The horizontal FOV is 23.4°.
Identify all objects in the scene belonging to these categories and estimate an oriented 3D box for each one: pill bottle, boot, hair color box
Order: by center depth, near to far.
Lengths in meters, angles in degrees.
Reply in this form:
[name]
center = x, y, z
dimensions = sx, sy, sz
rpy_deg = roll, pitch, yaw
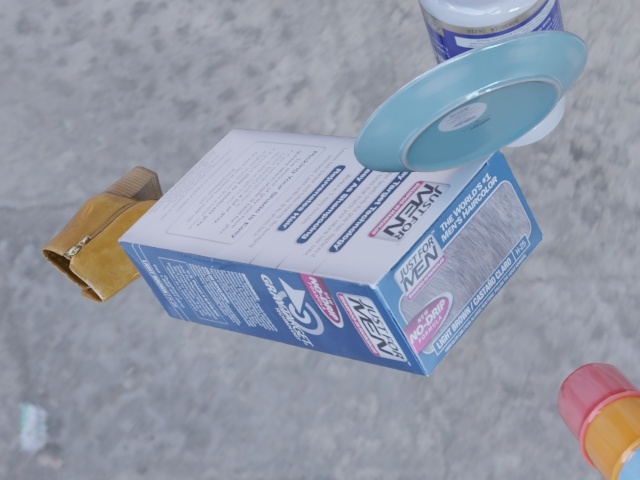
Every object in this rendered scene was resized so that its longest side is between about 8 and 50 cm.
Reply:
[hair color box]
center = 0.000, 0.000, 1.338
dimensions = 0.347, 0.174, 0.105
rpy_deg = 9, 138, 49
[pill bottle]
center = 0.202, -0.230, 1.748
dimensions = 0.153, 0.153, 0.265
rpy_deg = -1, 148, 16
[boot]
center = -0.228, 0.015, 2.142
dimensions = 0.295, 0.211, 0.104
rpy_deg = 22, 147, 32

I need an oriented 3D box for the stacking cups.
[stacking cups]
center = 0.263, 0.181, 1.121
dimensions = 0.096, 0.316, 0.096
rpy_deg = -7, 118, -14

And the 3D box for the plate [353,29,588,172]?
[plate]
center = 0.114, -0.092, 1.137
dimensions = 0.188, 0.188, 0.024
rpy_deg = -31, 70, 23
